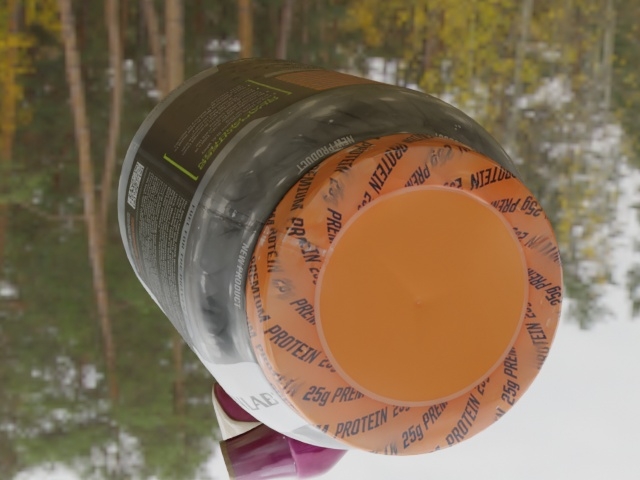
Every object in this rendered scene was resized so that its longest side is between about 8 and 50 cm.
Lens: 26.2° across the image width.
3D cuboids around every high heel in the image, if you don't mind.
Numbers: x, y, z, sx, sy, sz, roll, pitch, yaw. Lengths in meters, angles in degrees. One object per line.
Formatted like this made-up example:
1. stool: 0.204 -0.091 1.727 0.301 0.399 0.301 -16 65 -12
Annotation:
1. high heel: -0.029 0.151 1.176 0.117 0.082 0.244 -17 -178 -4

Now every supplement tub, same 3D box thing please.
1. supplement tub: 0.000 0.000 0.785 0.194 0.193 0.316 -2 -169 -16
